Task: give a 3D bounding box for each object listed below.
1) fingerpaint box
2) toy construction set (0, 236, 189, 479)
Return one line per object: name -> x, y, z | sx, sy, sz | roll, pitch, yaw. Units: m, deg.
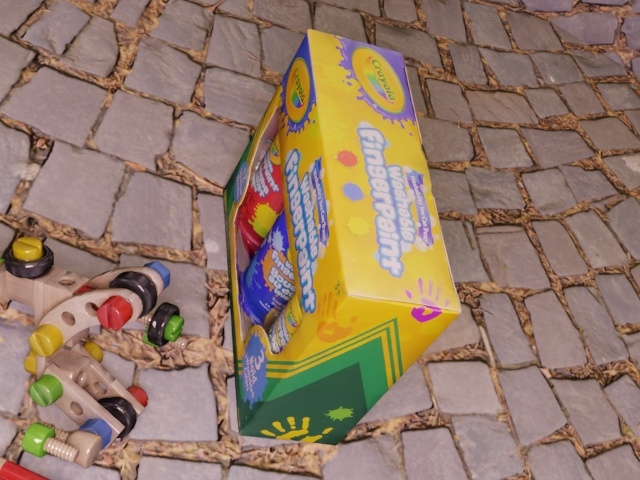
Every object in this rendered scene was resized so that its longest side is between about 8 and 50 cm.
fingerpaint box -> 0.000, 0.000, 1.395 | 0.163, 0.371, 0.445 | 10, 51, -22
toy construction set -> -0.338, 0.142, 1.231 | 0.237, 0.257, 0.309 | 20, 56, 10
